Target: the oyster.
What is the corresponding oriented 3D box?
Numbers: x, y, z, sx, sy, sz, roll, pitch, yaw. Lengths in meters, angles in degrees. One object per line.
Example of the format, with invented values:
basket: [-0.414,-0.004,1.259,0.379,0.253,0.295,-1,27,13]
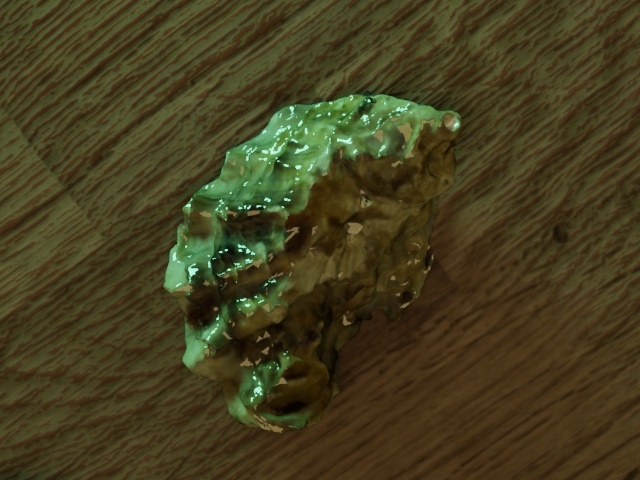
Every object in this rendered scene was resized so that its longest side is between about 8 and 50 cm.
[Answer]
oyster: [0.000,0.000,1.694,0.351,0.115,0.238,-44,99,5]
